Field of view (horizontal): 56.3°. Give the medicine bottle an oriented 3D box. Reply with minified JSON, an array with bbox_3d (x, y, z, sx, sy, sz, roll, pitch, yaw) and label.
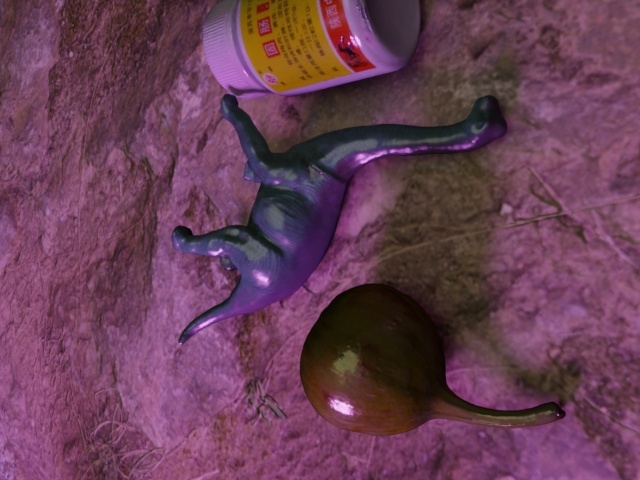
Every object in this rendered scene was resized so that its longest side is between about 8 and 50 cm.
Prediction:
[{"bbox_3d":[-0.013,-0.238,0.668,0.225,0.139,0.139,-2,85,40],"label":"medicine bottle"}]

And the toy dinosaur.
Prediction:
[{"bbox_3d":[0.000,0.000,0.676,0.330,0.129,0.384,20,100,30],"label":"toy dinosaur"}]

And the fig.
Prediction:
[{"bbox_3d":[0.102,0.135,0.576,0.245,0.149,0.149,21,100,19],"label":"fig"}]
